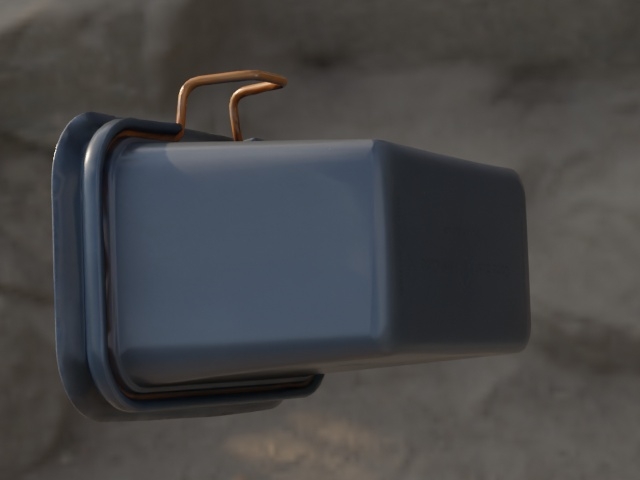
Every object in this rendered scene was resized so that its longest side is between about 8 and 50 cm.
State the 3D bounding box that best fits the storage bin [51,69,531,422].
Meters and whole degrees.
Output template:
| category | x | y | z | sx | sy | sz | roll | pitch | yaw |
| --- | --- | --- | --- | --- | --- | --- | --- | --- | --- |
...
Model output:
| category | x | y | z | sx | sy | sz | roll | pitch | yaw |
| --- | --- | --- | --- | --- | --- | --- | --- | --- | --- |
| storage bin | 0.000 | 0.000 | 0.527 | 0.091 | 0.098 | 0.135 | -4 | -5 | 26 |
